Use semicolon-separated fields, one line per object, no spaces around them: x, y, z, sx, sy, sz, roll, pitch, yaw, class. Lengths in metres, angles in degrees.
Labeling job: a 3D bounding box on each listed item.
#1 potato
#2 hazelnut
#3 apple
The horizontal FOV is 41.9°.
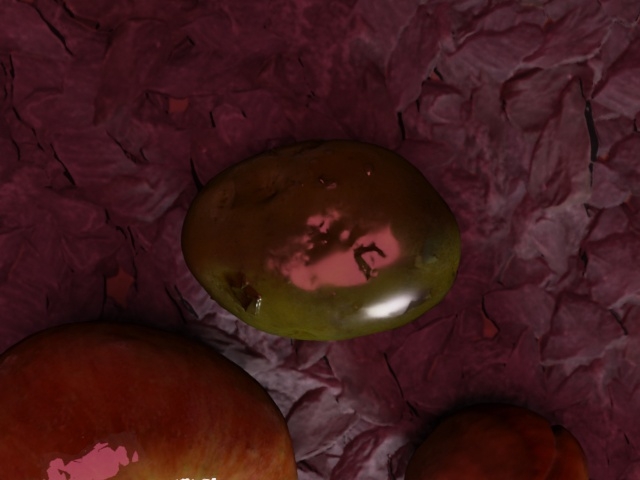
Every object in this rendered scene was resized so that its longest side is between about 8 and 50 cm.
0.000;0.000;0.768;0.254;0.148;0.186;11;84;6;potato
0.174;0.248;0.799;0.182;0.182;0.182;0;100;0;hazelnut
-0.178;0.205;0.763;0.277;0.250;0.309;-44;119;-8;apple
